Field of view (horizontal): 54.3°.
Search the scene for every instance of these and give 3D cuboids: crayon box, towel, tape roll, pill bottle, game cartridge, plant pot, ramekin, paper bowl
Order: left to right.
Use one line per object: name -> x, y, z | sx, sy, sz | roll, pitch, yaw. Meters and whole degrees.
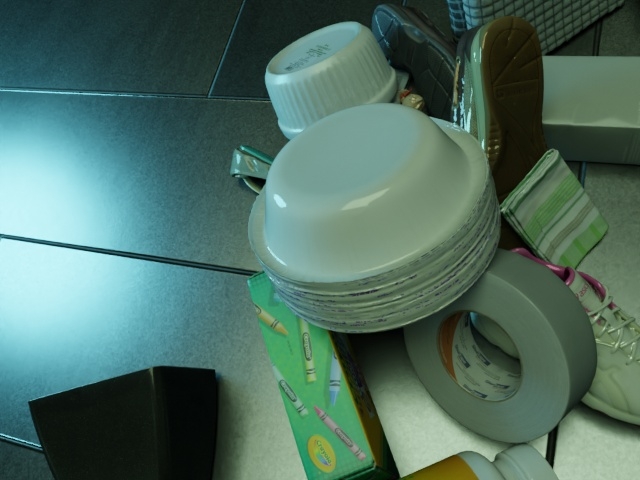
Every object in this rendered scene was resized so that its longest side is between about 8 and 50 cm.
plant pot -> -0.247, 0.274, 0.837 | 0.188, 0.187, 0.167 | -16, 74, 10
crayon box -> 0.004, 0.178, 0.803 | 0.081, 0.165, 0.278 | -24, 61, 5
ramekin -> 0.011, -0.259, 0.994 | 0.207, 0.109, 0.207 | -19, 34, 14
paper bowl -> 0.051, -0.047, 0.713 | 0.284, 0.148, 0.284 | -16, 41, 14
game cartridge -> 0.116, -0.255, 1.060 | 0.056, 0.017, 0.083 | 17, 71, 20
pill bottle -> 0.143, 0.319, 0.693 | 0.246, 0.136, 0.136 | -20, 60, -10
tape roll -> 0.205, 0.123, 0.739 | 0.072, 0.219, 0.219 | -23, 51, -40
towel -> 0.322, -0.411, 0.946 | 0.284, 0.235, 0.121 | -34, 51, -2
towel -> 0.314, -0.030, 0.825 | 0.113, 0.152, 0.023 | -47, 22, -6

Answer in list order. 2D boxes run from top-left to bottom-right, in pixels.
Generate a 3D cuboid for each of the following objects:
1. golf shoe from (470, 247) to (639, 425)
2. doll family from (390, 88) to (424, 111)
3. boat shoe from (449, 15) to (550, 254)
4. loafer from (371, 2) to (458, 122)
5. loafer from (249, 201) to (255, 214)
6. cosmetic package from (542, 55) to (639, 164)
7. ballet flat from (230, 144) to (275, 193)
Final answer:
golf shoe -> 0.323, 0.113, 0.741 | 0.306, 0.140, 0.115 | 26, 56, 25
doll family -> 0.117, -0.120, 0.956 | 0.163, 0.118, 0.263 | -11, 45, 20
boat shoe -> 0.228, -0.121, 0.855 | 0.123, 0.342, 0.123 | -12, 15, -20
loafer -> 0.194, -0.288, 1.001 | 0.095, 0.109, 0.302 | -19, 58, -21
loafer -> 0.000, 0.000, 0.929 | 0.251, 0.094, 0.087 | 15, 73, 21
cosmetic package -> 0.400, -0.186, 0.890 | 0.238, 0.107, 0.127 | 7, 68, 24
ballet flat -> -0.059, -0.095, 1.020 | 0.213, 0.072, 0.068 | 24, 102, 26
